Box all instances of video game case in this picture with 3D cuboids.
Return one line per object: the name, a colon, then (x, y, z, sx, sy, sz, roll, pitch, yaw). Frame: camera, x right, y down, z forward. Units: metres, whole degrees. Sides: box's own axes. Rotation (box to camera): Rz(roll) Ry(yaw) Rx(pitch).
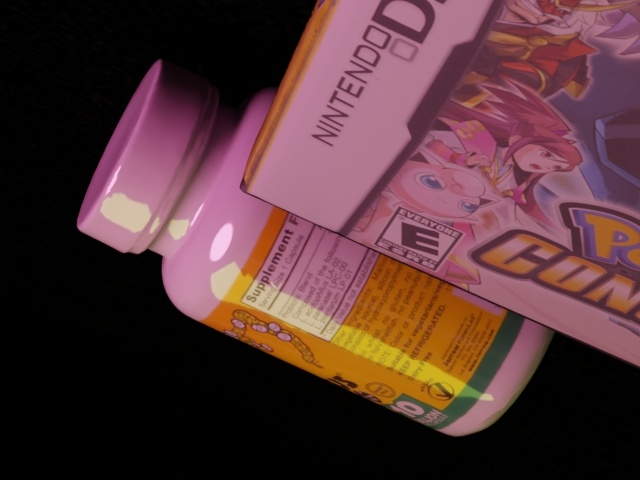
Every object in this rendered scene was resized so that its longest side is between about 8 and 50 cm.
video game case: (0.127, -0.022, 0.557, 0.275, 0.035, 0.248, 24, 153, -3)

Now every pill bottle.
pill bottle: (0.000, 0.000, 0.859, 0.208, 0.117, 0.117, 25, 168, -13)
